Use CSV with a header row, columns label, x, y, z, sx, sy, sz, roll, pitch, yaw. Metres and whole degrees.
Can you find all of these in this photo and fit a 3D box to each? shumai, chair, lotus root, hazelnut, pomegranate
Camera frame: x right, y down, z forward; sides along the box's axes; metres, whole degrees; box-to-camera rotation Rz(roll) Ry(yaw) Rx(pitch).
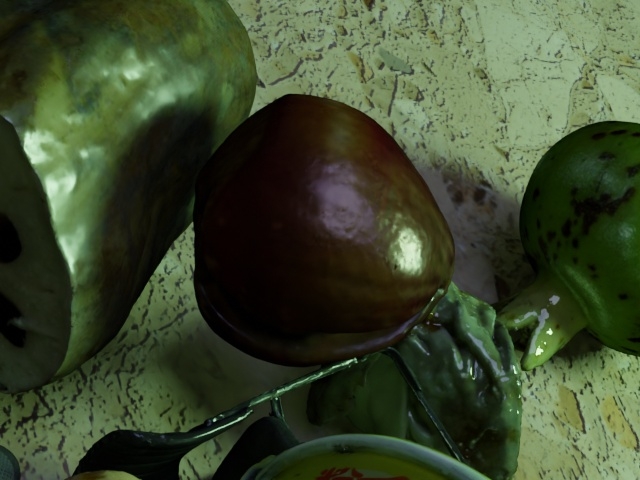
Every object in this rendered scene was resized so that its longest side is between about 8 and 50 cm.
label,x,y,z,sx,sy,sz,roll,pitch,yaw
shumai,0.063,0.115,1.190,0.142,0.184,0.184,-1,49,-6
chair,-0.033,0.175,1.055,0.221,0.140,0.145,-8,56,-38
lotus root,-0.179,-0.072,1.112,0.250,0.250,0.346,38,40,2
hazelnut,0.000,0.000,1.067,0.178,0.204,0.178,4,58,-7
pomegranate,0.246,0.013,1.385,0.263,0.211,0.211,-38,75,-7

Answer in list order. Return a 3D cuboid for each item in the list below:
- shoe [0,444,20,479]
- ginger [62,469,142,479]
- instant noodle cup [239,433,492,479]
label,x,y,z,sx,sy,sz,roll,pitch,yaw
shoe,-0.239,0.167,0.959,0.074,0.077,0.194,45,41,10
ginger,-0.230,0.259,0.832,0.363,0.122,0.348,33,63,-58
instant noodle cup,-0.010,0.276,0.851,0.221,0.311,0.311,-25,69,-46
